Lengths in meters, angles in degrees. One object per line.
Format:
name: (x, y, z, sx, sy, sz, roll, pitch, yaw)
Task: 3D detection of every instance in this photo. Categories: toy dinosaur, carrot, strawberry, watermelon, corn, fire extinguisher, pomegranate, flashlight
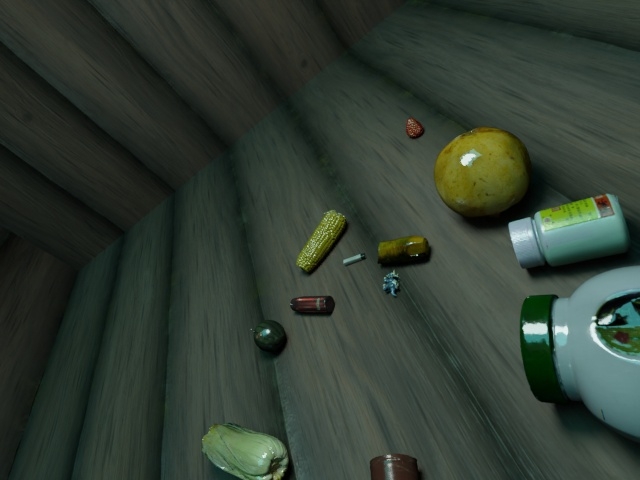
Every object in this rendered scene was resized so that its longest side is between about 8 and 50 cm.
toy dinosaur: (0.220, 0.132, 1.232, 0.047, 0.030, 0.083, -15, 46, 35)
carrot: (0.252, 0.030, 1.261, 0.173, 0.082, 0.082, -9, 49, 33)
strawberry: (0.375, -0.456, 1.616, 0.073, 0.083, 0.073, -14, 40, 12)
watermelon: (-0.182, 0.317, 1.355, 0.133, 0.105, 0.105, 13, 62, 26)
corn: (0.003, 0.002, 1.507, 0.091, 0.091, 0.260, 25, 76, 49)
fire extinguisher: (0.148, 0.617, 0.784, 0.147, 0.106, 0.337, -48, 28, 39)
pomegranate: (0.457, -0.183, 1.141, 0.264, 0.264, 0.264, -25, 41, 23)
corn: (-0.216, 0.585, 1.119, 0.305, 0.122, 0.123, -8, 49, 40)
flashlight: (0.119, 0.065, 1.398, 0.083, 0.018, 0.018, -22, 41, 26)

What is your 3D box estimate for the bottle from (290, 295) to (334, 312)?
bottle: (-0.032, 0.216, 1.364, 0.164, 0.060, 0.060, -8, 50, 38)

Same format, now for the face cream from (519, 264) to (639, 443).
face cream: (0.566, 0.190, 0.703, 0.357, 0.219, 0.312, -12, 49, 39)

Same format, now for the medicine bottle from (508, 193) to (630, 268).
medicine bottle: (0.581, -0.015, 0.952, 0.225, 0.139, 0.139, -18, 44, 30)
